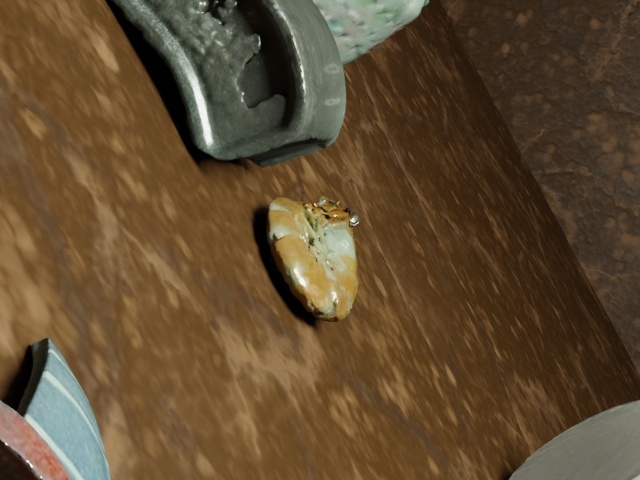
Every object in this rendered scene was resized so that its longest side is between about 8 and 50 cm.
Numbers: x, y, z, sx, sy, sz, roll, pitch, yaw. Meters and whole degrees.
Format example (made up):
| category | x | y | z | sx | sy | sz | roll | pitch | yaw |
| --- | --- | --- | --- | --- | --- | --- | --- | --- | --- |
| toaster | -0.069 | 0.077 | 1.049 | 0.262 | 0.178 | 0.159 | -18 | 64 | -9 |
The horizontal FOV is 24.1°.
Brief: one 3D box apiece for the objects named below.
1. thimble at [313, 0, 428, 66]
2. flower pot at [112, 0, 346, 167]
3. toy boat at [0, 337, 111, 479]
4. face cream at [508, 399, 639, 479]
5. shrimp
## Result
| category | x | y | z | sx | sy | sz | roll | pitch | yaw |
| --- | --- | --- | --- | --- | --- | --- | --- | --- | --- |
| thimble | -0.005 | -0.238 | 1.282 | 0.211 | 0.149 | 0.185 | 40 | 23 | -54 |
| flower pot | -0.069 | -0.157 | 0.994 | 0.229 | 0.103 | 0.108 | 63 | 15 | 2 |
| toy boat | -0.099 | 0.078 | 0.580 | 0.096 | 0.034 | 0.122 | 62 | 12 | -17 |
| face cream | 0.257 | 0.236 | 1.214 | 0.153 | 0.177 | 0.177 | 60 | 14 | -7 |
| shrimp | 0.000 | 0.000 | 1.054 | 0.091 | 0.043 | 0.184 | 55 | 16 | -8 |
